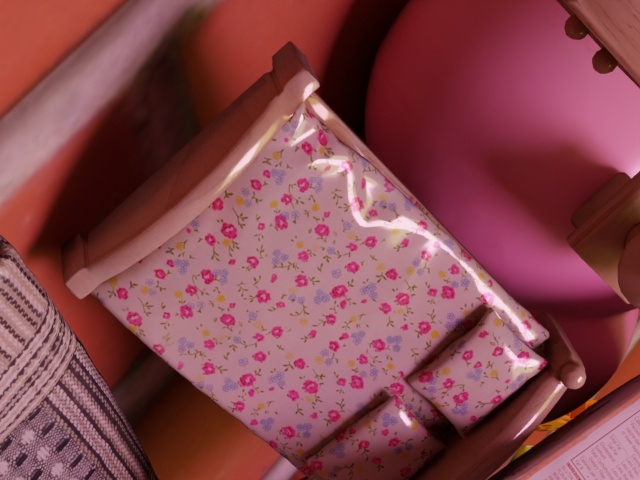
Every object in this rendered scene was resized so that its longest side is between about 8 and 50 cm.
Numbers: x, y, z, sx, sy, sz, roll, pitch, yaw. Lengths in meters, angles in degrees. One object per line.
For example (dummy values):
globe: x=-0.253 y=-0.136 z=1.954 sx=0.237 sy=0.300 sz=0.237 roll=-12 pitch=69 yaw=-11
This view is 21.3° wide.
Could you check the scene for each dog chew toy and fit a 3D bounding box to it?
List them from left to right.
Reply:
dog chew toy: x=0.095 y=0.006 z=0.920 sx=0.206 sy=0.206 sz=0.332 roll=-23 pitch=144 yaw=-52

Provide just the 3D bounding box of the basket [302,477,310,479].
basket: x=0.042 y=0.281 z=1.098 sx=0.204 sy=0.154 sz=0.227 roll=-5 pitch=111 yaw=-39

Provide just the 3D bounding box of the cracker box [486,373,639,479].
cracker box: x=0.110 y=0.133 z=0.811 sx=0.232 sy=0.067 sz=0.156 roll=-30 pitch=171 yaw=-27

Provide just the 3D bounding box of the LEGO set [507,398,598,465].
LEGO set: x=0.134 y=0.147 z=1.264 sx=0.227 sy=0.093 sz=0.087 roll=21 pitch=62 yaw=-39

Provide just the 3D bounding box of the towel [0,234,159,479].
towel: x=-0.193 y=0.190 z=0.742 sx=0.324 sy=0.056 sz=0.312 roll=-49 pitch=153 yaw=-19

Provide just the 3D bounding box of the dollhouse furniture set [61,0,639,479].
dollhouse furniture set: x=0.000 y=0.000 z=0.674 sx=0.355 sy=0.174 sz=0.303 roll=-43 pitch=113 yaw=10
